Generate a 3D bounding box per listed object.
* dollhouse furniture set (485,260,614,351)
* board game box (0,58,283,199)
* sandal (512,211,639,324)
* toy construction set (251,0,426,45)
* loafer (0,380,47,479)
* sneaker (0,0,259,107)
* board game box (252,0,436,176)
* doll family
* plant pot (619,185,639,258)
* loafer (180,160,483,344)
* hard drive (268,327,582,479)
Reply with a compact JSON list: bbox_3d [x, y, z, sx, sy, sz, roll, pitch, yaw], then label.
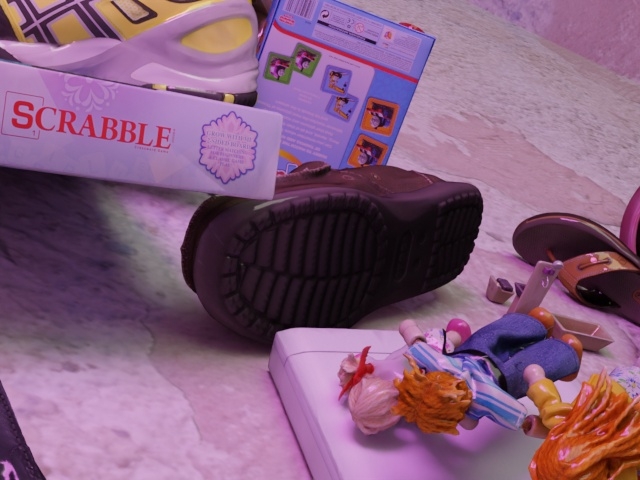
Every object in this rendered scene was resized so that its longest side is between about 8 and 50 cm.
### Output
[{"bbox_3d":[0.240,0.052,1.125,0.114,0.081,0.091,14,24,-23],"label":"dollhouse furniture set"},{"bbox_3d":[-0.245,-0.089,0.816,0.318,0.065,0.319,7,2,-37],"label":"board game box"},{"bbox_3d":[0.305,0.045,1.234,0.219,0.090,0.060,36,46,12],"label":"sandal"},{"bbox_3d":[-0.023,-0.237,1.267,0.258,0.308,0.237,2,-6,-3],"label":"toy construction set"},{"bbox_3d":[-0.158,0.141,0.551,0.078,0.076,0.223,16,28,-32],"label":"loafer"},{"bbox_3d":[-0.238,-0.199,0.985,0.385,0.147,0.145,5,1,-26],"label":"sneaker"},{"bbox_3d":[0.000,-0.127,1.115,0.160,0.211,0.039,18,9,-14],"label":"board game box"},{"bbox_3d":[0.127,0.099,0.699,0.263,0.118,0.163,30,30,30],"label":"doll family"},{"bbox_3d":[0.444,-0.004,1.336,0.201,0.201,0.180,24,7,1],"label":"plant pot"},{"bbox_3d":[0.000,0.000,0.977,0.130,0.133,0.366,23,16,33],"label":"loafer"},{"bbox_3d":[0.120,0.173,0.739,0.233,0.047,0.353,4,28,-20],"label":"hard drive"}]
